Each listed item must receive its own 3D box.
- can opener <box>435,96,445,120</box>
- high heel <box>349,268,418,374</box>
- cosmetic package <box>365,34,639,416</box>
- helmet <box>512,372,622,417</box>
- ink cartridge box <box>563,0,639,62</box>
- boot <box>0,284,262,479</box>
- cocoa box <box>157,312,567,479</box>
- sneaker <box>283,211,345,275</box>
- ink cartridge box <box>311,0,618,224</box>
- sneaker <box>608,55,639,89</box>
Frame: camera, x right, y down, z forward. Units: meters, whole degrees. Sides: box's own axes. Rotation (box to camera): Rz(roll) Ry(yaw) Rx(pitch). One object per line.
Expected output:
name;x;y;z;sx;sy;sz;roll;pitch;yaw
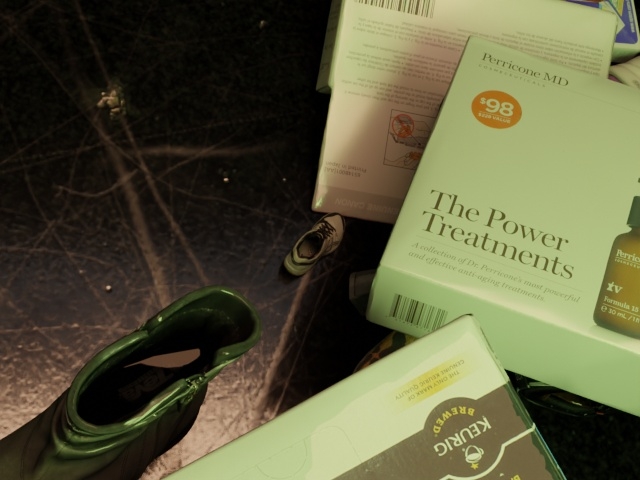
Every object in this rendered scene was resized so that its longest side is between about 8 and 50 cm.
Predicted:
can opener;0.152;-0.052;1.344;0.059;0.073;0.186;1;92;-55
high heel;0.124;0.119;1.214;0.186;0.093;0.261;-15;60;18
cosmetic package;0.263;-0.002;1.191;0.377;0.097;0.284;19;54;6
helmet;0.262;0.079;1.287;0.169;0.169;0.161;15;73;-12
ink cartridge box;0.245;-0.301;1.513;0.208;0.045;0.206;4;66;-16
boot;-0.204;0.164;1.056;0.118;0.223;0.338;44;61;3
cocoa box;0.010;0.250;1.036;0.347;0.231;0.228;-28;79;-8
sneaker;0.000;0.000;1.304;0.032;0.037;0.083;39;59;3
ink cartridge box;0.143;-0.135;1.396;0.296;0.066;0.261;10;90;-14
sneaker;0.425;-0.083;1.436;0.152;0.114;0.305;-27;78;-25
